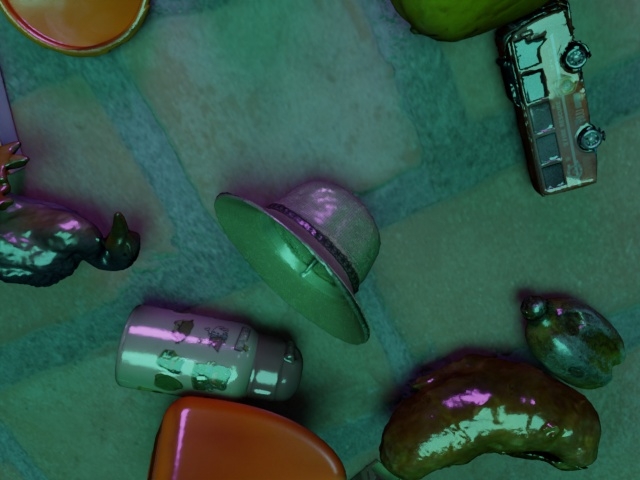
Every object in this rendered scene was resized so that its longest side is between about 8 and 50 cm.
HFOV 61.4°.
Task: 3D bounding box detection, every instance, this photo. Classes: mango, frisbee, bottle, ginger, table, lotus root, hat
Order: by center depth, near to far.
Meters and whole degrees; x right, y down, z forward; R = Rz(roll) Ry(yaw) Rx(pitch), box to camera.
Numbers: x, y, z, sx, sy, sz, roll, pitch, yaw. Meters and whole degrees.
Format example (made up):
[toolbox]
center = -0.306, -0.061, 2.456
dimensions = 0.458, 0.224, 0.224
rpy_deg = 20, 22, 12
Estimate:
[mango]
center = 0.195, -0.313, 0.570
dimensions = 0.262, 0.130, 0.167
rpy_deg = -22, 152, -5
[frisbee]
center = -0.284, -0.310, 0.615
dimensions = 0.192, 0.035, 0.192
rpy_deg = 0, 112, -1
[hat]
center = 0.000, 0.000, 0.688
dimensions = 0.130, 0.257, 0.257
rpy_deg = -44, 110, -19
[bottle]
center = -0.152, 0.172, 0.774
dimensions = 0.253, 0.120, 0.120
rpy_deg = 13, 111, -7
[lotus root]
center = 0.369, 0.144, 0.801
dimensions = 0.192, 0.088, 0.113
rpy_deg = 37, 90, -15
[ginger]
center = 0.245, 0.264, 0.816
dimensions = 0.321, 0.172, 0.165
rpy_deg = -6, 150, 6
[table]
center = 0.095, 0.438, 0.923
dimensions = 0.079, 0.062, 0.083
rpy_deg = 41, 105, -17

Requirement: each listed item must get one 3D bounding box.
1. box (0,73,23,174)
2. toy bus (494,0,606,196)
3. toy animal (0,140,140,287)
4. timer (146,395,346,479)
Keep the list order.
[box]
center = -0.528, -0.202, 0.643
dimensions = 0.274, 0.048, 0.264
rpy_deg = -3, 112, 0
[toy bus]
center = 0.290, -0.174, 0.678
dimensions = 0.096, 0.073, 0.234
rpy_deg = -19, 113, 13
[toy animal]
center = -0.380, -0.016, 0.671
dimensions = 0.298, 0.122, 0.185
rpy_deg = -5, 148, 5
[timer]
center = -0.116, 0.336, 0.779
dimensions = 0.250, 0.161, 0.257
rpy_deg = 11, 149, -15
